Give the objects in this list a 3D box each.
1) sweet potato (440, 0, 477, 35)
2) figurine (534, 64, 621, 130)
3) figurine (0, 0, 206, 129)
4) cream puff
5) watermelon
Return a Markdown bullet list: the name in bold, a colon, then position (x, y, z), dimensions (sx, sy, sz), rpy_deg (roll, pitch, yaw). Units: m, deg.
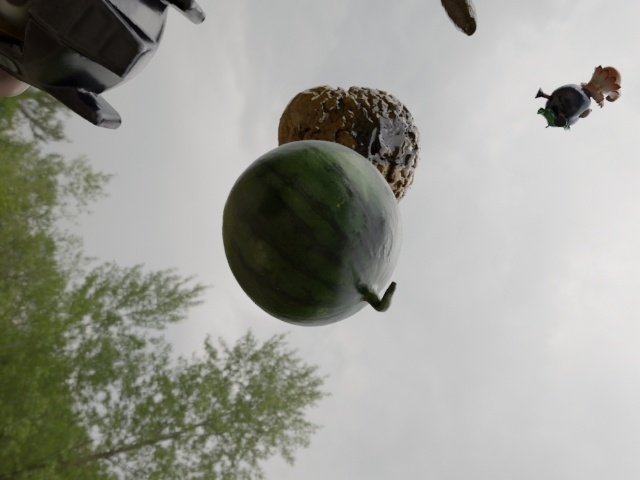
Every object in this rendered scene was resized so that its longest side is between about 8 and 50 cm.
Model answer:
- **sweet potato**: position (0.257, -0.520, 1.020), dimensions (0.075, 0.075, 0.274), rpy_deg (-26, -105, 53)
- **figurine**: position (0.591, -0.331, 1.179), dimensions (0.195, 0.102, 0.111), rpy_deg (-35, -124, 4)
- **figurine**: position (-0.217, -0.211, 0.347), dimensions (0.309, 0.308, 0.143), rpy_deg (-61, 180, 35)
- **cream puff**: position (0.080, -0.220, 1.185), dimensions (0.343, 0.327, 0.231), rpy_deg (49, -23, -17)
- **watermelon**: position (0.000, 0.000, 0.528), dimensions (0.214, 0.188, 0.188), rpy_deg (45, -53, 23)
